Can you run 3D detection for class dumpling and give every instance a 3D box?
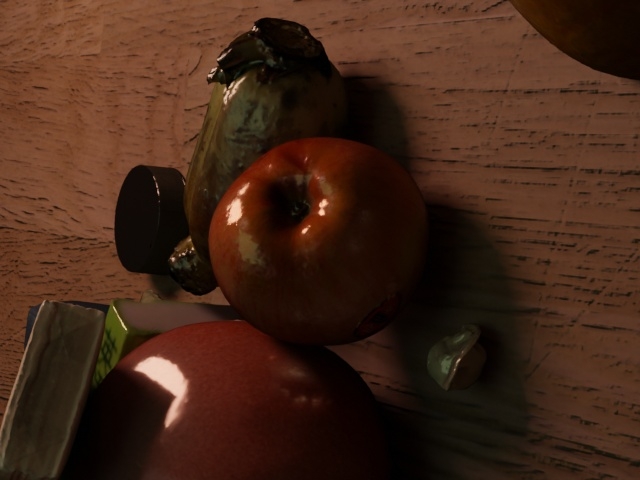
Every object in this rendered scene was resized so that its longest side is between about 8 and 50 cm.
[{"bbox_3d":[0.120,0.101,1.554,0.052,0.076,0.057,17,106,35],"label":"dumpling"}]

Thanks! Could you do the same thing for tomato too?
[{"bbox_3d":[-0.096,0.250,1.673,0.341,0.273,0.341,-46,36,50],"label":"tomato"}]

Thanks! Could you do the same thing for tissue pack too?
[{"bbox_3d":[-0.277,0.181,1.722,0.325,0.071,0.170,125,159,-68],"label":"tissue pack"}]

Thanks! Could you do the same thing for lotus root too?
[{"bbox_3d":[-0.067,-0.075,1.802,0.173,0.173,0.309,56,132,46],"label":"lotus root"}]

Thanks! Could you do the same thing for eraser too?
[{"bbox_3d":[-0.162,0.200,1.871,0.092,0.210,0.274,51,127,49],"label":"eraser"}]

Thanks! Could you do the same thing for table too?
[{"bbox_3d":[-0.206,-0.025,2.131,0.133,0.043,0.133,-14,74,59],"label":"table"}]

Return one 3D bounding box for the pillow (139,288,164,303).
[{"bbox_3d":[-0.166,0.137,2.034,0.241,0.051,0.093,37,112,54],"label":"pillow"}]

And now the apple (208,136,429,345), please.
[{"bbox_3d":[0.000,0.000,1.629,0.164,0.209,0.209,66,-177,-54],"label":"apple"}]

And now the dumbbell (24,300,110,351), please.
[{"bbox_3d":[-0.300,0.234,2.160,0.143,0.156,0.316,12,98,29],"label":"dumbbell"}]

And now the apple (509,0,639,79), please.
[{"bbox_3d":[0.252,-0.277,1.317,0.346,0.254,0.179,-52,2,41],"label":"apple"}]
